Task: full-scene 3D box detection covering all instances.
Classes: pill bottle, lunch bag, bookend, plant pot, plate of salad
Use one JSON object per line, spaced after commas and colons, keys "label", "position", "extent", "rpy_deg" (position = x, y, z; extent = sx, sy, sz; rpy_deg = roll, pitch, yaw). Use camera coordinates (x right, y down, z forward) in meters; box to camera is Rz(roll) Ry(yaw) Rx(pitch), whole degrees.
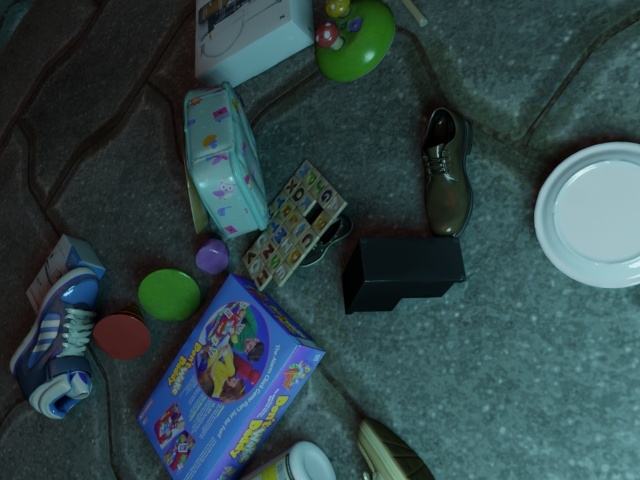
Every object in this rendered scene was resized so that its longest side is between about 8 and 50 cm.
{"label": "pill bottle", "position": [-0.071, 0.407, 1.007], "extent": [0.184, 0.103, 0.103], "rpy_deg": [-39, 53, 21]}
{"label": "lunch bag", "position": [-0.178, -0.158, 1.232], "extent": [0.108, 0.224, 0.279], "rpy_deg": [-16, 55, 6]}
{"label": "bookend", "position": [0.125, 0.059, 0.997], "extent": [0.157, 0.156, 0.072], "rpy_deg": [0, 65, -9]}
{"label": "plant pot", "position": [-0.260, -0.131, 1.320], "extent": [0.032, 0.236, 0.236], "rpy_deg": [-9, 61, -8]}
{"label": "plate of salad", "position": [0.394, -0.034, 0.853], "extent": [0.200, 0.048, 0.199], "rpy_deg": [-6, 79, 32]}

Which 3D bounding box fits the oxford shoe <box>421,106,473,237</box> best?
{"label": "oxford shoe", "position": [0.192, -0.108, 1.009], "extent": [0.083, 0.096, 0.227], "rpy_deg": [-10, 69, 33]}

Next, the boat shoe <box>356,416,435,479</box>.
{"label": "boat shoe", "position": [0.123, 0.375, 0.867], "extent": [0.089, 0.104, 0.285], "rpy_deg": [-45, 52, 12]}

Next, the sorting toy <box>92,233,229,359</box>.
{"label": "sorting toy", "position": [-0.333, 0.103, 1.354], "extent": [0.365, 0.127, 0.126], "rpy_deg": [-40, 23, 16]}

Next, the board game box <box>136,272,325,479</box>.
{"label": "board game box", "position": [-0.176, 0.269, 1.158], "extent": [0.233, 0.078, 0.347], "rpy_deg": [40, 99, 40]}

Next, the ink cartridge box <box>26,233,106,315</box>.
{"label": "ink cartridge box", "position": [-0.642, 0.104, 1.587], "extent": [0.190, 0.082, 0.139], "rpy_deg": [-54, 49, 6]}

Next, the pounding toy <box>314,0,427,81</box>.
{"label": "pounding toy", "position": [0.062, -0.430, 1.225], "extent": [0.237, 0.110, 0.183], "rpy_deg": [-34, 55, 24]}

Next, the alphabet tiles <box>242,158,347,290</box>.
{"label": "alphabet tiles", "position": [-0.063, -0.024, 1.202], "extent": [0.237, 0.009, 0.198], "rpy_deg": [-51, 37, 10]}

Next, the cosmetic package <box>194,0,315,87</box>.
{"label": "cosmetic package", "position": [-0.160, -0.565, 1.464], "extent": [0.284, 0.097, 0.377], "rpy_deg": [-19, 62, 28]}

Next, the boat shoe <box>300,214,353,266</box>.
{"label": "boat shoe", "position": [-0.001, -0.001, 1.153], "extent": [0.133, 0.042, 0.049], "rpy_deg": [-39, 56, 21]}

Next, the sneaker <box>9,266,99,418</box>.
{"label": "sneaker", "position": [-0.565, 0.249, 1.454], "extent": [0.236, 0.130, 0.322], "rpy_deg": [33, 90, 31]}
